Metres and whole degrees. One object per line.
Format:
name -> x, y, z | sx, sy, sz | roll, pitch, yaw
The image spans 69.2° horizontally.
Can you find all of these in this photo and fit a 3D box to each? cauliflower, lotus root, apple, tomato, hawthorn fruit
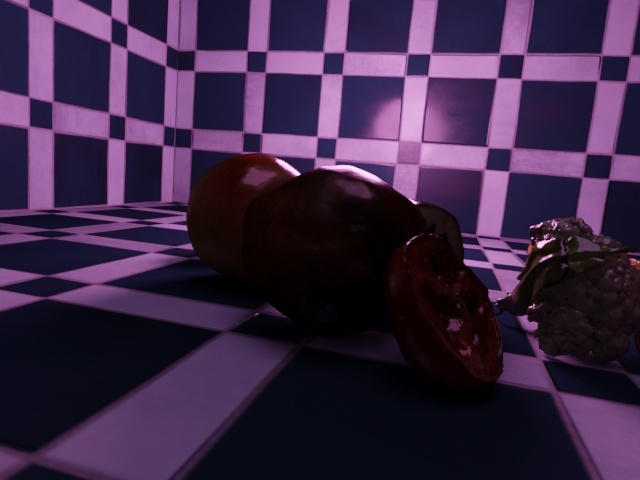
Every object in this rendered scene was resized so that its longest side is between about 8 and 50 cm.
cauliflower -> 0.440, 0.093, 0.852 | 0.239, 0.256, 0.315 | -18, -13, -22
lotus root -> 0.151, 0.013, 1.097 | 0.250, 0.250, 0.346 | 0, 3, -28
apple -> -0.150, -0.052, 1.099 | 0.319, 0.319, 0.277 | -3, 15, -43
tomato -> 0.167, 0.108, 0.667 | 0.228, 0.228, 0.101 | -4, -26, -47
hawthorn fruit -> 0.011, 0.006, 0.804 | 0.325, 0.308, 0.308 | 32, 17, 18

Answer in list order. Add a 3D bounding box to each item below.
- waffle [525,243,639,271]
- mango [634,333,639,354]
waffle -> 0.795, 0.091, 1.340 | 0.261, 0.114, 0.376 | 4, 8, 0
mango -> 0.599, 0.162, 0.693 | 0.176, 0.119, 0.317 | -13, -3, -5
